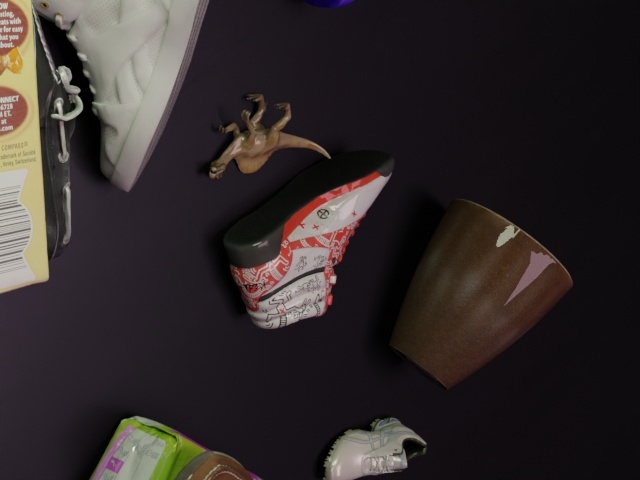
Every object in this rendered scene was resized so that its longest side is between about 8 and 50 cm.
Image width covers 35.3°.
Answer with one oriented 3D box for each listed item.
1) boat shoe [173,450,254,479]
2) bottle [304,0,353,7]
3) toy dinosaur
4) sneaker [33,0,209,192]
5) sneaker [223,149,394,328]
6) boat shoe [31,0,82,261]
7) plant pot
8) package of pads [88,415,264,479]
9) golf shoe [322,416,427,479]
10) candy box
[{"bbox_3d":[-0.062,0.350,1.101,0.123,0.116,0.324,-51,135,-29],"label":"boat shoe"},{"bbox_3d":[0.068,-0.399,1.222,0.283,0.092,0.118,-50,134,-29],"label":"bottle"},{"bbox_3d":[-0.067,-0.123,1.187,0.183,0.053,0.092,-18,129,-38],"label":"toy dinosaur"},{"bbox_3d":[-0.209,-0.192,0.958,0.108,0.169,0.292,-80,-169,-56],"label":"sneaker"},{"bbox_3d":[-0.001,0.000,1.257,0.270,0.090,0.145,-36,127,-34],"label":"sneaker"},{"bbox_3d":[-0.266,-0.113,0.895,0.105,0.113,0.306,-27,123,-50],"label":"boat shoe"},{"bbox_3d":[0.211,0.095,1.463,0.230,0.215,0.215,-52,136,-8],"label":"plant pot"},{"bbox_3d":[-0.193,0.367,1.121,0.229,0.101,0.296,44,66,-47],"label":"package of pads"},{"bbox_3d":[0.081,0.306,1.440,0.176,0.086,0.069,-20,117,-44],"label":"golf shoe"},{"bbox_3d":[-0.307,-0.126,0.784,0.088,0.183,0.316,-16,112,-49],"label":"candy box"}]
